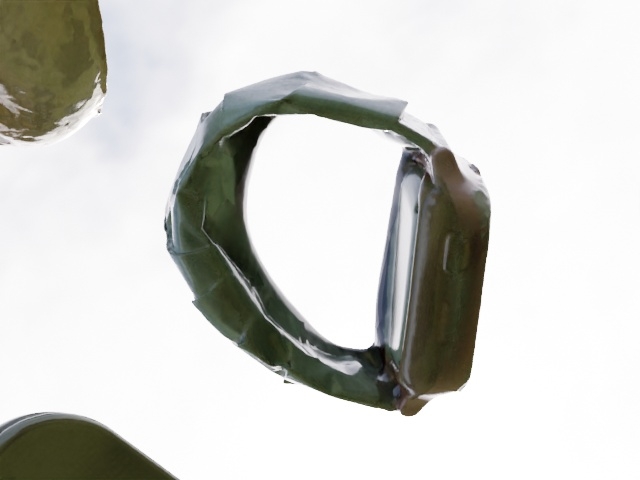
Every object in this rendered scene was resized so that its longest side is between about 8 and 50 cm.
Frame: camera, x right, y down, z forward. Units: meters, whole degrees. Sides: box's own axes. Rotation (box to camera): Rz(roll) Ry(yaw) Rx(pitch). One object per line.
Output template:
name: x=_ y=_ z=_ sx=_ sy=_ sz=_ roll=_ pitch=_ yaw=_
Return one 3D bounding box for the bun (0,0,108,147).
bun: x=-0.287 y=-0.208 z=1.436 sx=0.165 sy=0.299 sz=0.299 roll=-15 pitch=-54 yaw=-15

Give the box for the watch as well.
watch: x=0.000 y=0.000 z=1.371 sx=0.241 sy=0.162 sz=0.253 roll=4 pitch=-76 yaw=-7

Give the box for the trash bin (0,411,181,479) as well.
trash bin: x=-0.163 y=0.207 z=1.091 sx=0.243 sy=0.247 sz=0.121 roll=40 pitch=-119 yaw=-23
